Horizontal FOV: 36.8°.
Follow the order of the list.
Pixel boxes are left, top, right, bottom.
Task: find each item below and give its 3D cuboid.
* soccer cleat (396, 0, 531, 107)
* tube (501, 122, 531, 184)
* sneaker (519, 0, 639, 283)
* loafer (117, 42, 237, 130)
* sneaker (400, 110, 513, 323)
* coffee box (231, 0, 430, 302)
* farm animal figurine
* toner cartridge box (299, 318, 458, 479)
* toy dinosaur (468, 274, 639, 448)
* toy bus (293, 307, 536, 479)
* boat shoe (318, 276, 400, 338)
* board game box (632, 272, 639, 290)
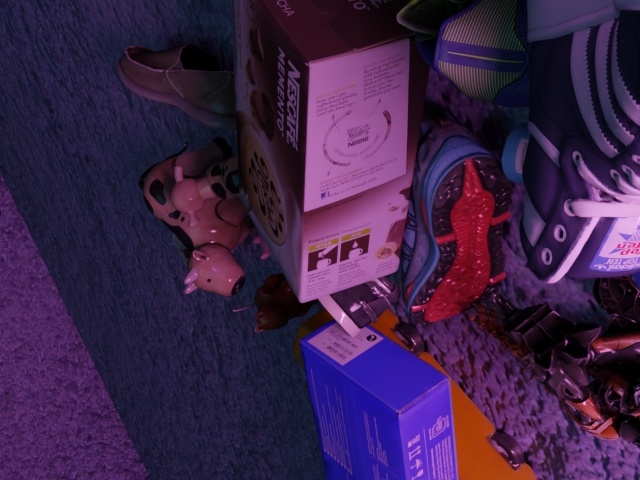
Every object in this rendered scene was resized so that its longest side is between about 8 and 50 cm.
[{"bbox_3d":[0.112,-0.168,0.674,0.289,0.121,0.093,-91,5,-65],"label":"soccer cleat"},{"bbox_3d":[0.243,-0.051,0.770,0.207,0.052,0.080,21,140,43],"label":"tube"},{"bbox_3d":[0.153,-0.042,0.415,0.282,0.099,0.153,-103,13,-79],"label":"sneaker"},{"bbox_3d":[-0.174,-0.221,1.280,0.251,0.094,0.087,27,115,33],"label":"loafer"},{"bbox_3d":[0.126,-0.022,0.972,0.262,0.104,0.125,95,158,-49],"label":"sneaker"},{"bbox_3d":[0.002,-0.108,0.901,0.297,0.118,0.168,94,152,-48],"label":"coffee box"},{"bbox_3d":[-0.138,-0.023,1.304,0.326,0.172,0.330,37,146,38],"label":"farm animal figurine"},{"bbox_3d":[0.076,0.262,1.093,0.165,0.075,0.348,32,142,44],"label":"toner cartridge box"},{"bbox_3d":[0.249,0.115,0.827,0.322,0.164,0.218,-3,134,37],"label":"toy dinosaur"},{"bbox_3d":[0.108,0.214,1.194,0.333,0.108,0.130,48,151,21],"label":"toy bus"},{"bbox_3d":[0.000,0.000,1.060,0.233,0.079,0.084,52,-175,31],"label":"boat shoe"},{"bbox_3d":[0.262,-0.084,0.493,0.291,0.141,0.232,93,168,-48],"label":"board game box"}]
